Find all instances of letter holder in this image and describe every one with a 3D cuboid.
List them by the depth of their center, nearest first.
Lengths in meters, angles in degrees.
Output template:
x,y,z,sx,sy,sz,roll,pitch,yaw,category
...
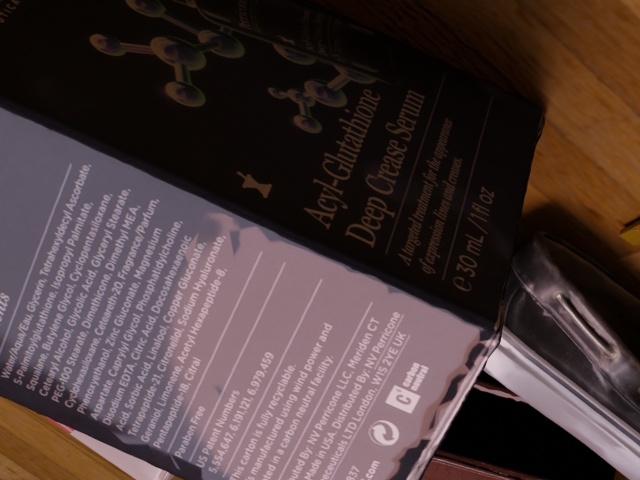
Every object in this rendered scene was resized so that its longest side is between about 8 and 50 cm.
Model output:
x,y,z,sx,sy,sz,roll,pitch,yaw,category
0.181,0.216,1.556,0.214,0.152,0.302,17,147,6,letter holder

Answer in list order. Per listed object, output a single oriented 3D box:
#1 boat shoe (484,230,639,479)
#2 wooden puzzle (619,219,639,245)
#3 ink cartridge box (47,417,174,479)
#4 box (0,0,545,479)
x,y,z,sx,sy,sz,roll,pitch,yaw,category
0.260,0.110,1.377,0.335,0.121,0.119,29,123,-20,boat shoe
0.285,0.007,1.318,0.116,0.014,0.078,29,151,-8,wooden puzzle
-0.116,0.065,1.324,0.158,0.218,0.092,33,119,10,ink cartridge box
-0.081,-0.025,1.189,0.395,0.293,0.212,24,122,-2,box
